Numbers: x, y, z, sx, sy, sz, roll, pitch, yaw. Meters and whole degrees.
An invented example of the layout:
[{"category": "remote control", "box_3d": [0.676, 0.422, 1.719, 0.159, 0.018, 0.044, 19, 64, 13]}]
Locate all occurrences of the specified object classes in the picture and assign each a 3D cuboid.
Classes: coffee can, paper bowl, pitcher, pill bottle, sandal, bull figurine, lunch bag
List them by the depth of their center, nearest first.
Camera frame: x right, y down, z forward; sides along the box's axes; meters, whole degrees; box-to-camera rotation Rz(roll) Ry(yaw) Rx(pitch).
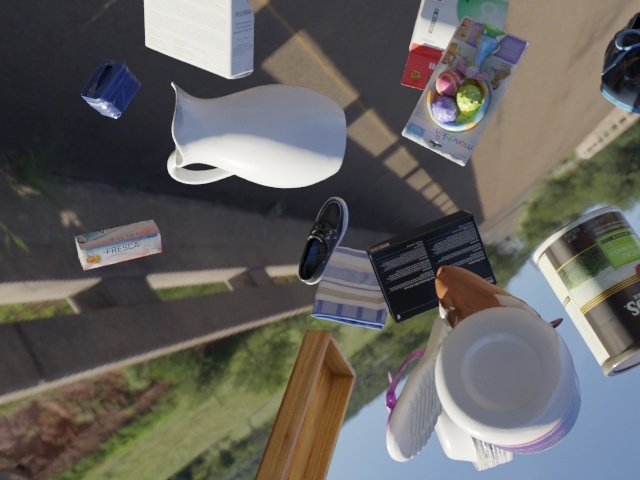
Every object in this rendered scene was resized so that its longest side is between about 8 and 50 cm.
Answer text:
[{"category": "pitcher", "box_3d": [-0.084, -0.118, 1.005, 0.207, 0.126, 0.178, 2, 157, -14]}, {"category": "pill bottle", "box_3d": [0.284, 0.215, 1.184, 0.181, 0.181, 0.323, -38, 154, 5]}, {"category": "lunch bag", "box_3d": [-0.378, -0.280, 1.460, 0.098, 0.067, 0.065, -63, 145, -15]}, {"category": "bull figurine", "box_3d": [0.331, 0.158, 1.516, 0.101, 0.310, 0.188, -27, 130, -20]}, {"category": "coffee can", "box_3d": [0.578, 0.100, 1.598, 0.201, 0.275, 0.201, -22, 155, -11]}, {"category": "sandal", "box_3d": [0.188, 0.285, 1.610, 0.102, 0.169, 0.416, 4, -154, 25]}, {"category": "paper bowl", "box_3d": [0.336, 0.400, 1.909, 0.148, 0.284, 0.284, -18, 173, 1]}]

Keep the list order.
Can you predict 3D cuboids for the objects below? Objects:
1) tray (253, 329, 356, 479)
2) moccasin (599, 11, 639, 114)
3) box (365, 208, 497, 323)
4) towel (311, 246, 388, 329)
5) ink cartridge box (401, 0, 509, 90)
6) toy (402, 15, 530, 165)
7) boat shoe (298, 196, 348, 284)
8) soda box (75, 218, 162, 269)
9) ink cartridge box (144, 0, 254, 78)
[{"category": "tray", "box_3d": [-0.030, 0.438, 1.905, 0.076, 0.203, 0.411, -2, -130, 26]}, {"category": "moccasin", "box_3d": [0.524, -0.300, 1.332, 0.342, 0.137, 0.117, -77, 180, -60]}, {"category": "box", "box_3d": [0.262, 0.060, 1.933, 0.261, 0.184, 0.103, -21, -172, 1]}, {"category": "towel", "box_3d": [0.099, 0.124, 2.255, 0.285, 0.209, 0.034, -73, 170, -48]}, {"category": "ink cartridge box", "box_3d": [0.289, -0.427, 1.747, 0.056, 0.181, 0.225, 166, -62, -86]}, {"category": "toy", "box_3d": [0.244, -0.268, 1.409, 0.237, 0.137, 0.056, -61, 153, 6]}, {"category": "boat shoe", "box_3d": [0.000, 0.000, 1.996, 0.229, 0.080, 0.076, -66, 165, 5]}, {"category": "soda box", "box_3d": [-0.456, 0.008, 1.836, 0.183, 0.063, 0.058, -14, 126, -22]}, {"category": "ink cartridge box", "box_3d": [-0.180, -0.372, 1.181, 0.066, 0.189, 0.232, -27, 134, -45]}]
